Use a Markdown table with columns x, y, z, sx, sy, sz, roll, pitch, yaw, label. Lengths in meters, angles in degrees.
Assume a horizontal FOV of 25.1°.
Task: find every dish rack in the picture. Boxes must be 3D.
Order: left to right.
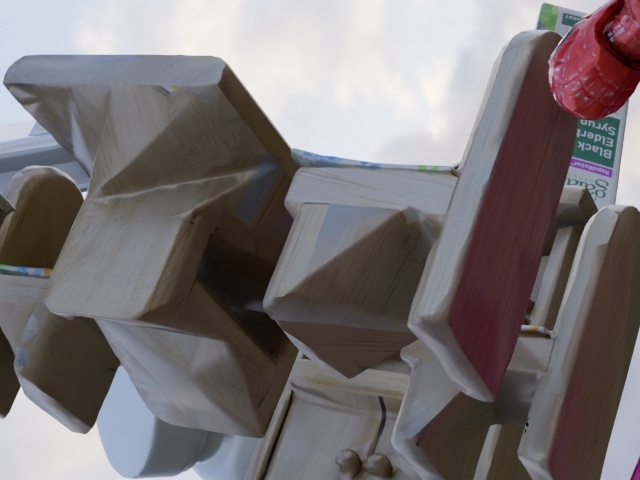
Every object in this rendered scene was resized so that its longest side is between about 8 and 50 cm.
| x | y | z | sx | sy | sz | roll | pitch | yaw | label |
| --- | --- | --- | --- | --- | --- | --- | --- | --- | --- |
| -0.290 | -0.086 | 1.373 | 0.285 | 0.333 | 0.072 | -42 | -58 | -69 | dish rack |

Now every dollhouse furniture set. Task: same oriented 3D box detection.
| x | y | z | sx | sy | sz | roll | pitch | yaw | label |
| --- | --- | --- | --- | --- | --- | --- | --- | --- | --- |
| 0.000 | 0.000 | 0.772 | 0.394 | 0.362 | 0.256 | 52 | -130 | -49 | dollhouse furniture set |

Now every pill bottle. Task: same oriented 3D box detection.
| x | y | z | sx | sy | sz | roll | pitch | yaw | label |
| --- | --- | --- | --- | --- | --- | --- | --- | --- | --- |
| -0.012 | 0.106 | 1.103 | 0.302 | 0.169 | 0.169 | -2 | -71 | -29 | pill bottle |

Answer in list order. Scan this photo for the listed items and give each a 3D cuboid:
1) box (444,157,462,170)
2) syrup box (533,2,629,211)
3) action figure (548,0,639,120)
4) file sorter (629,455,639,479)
| x | y | z | sx | sy | sz | roll | pitch | yaw | label |
| --- | --- | --- | --- | --- | --- | --- | --- | --- | --- |
| 0.233 | -0.017 | 1.801 | 0.153 | 0.108 | 0.207 | -25 | -87 | -28 | box |
| 0.212 | -0.089 | 1.257 | 0.096 | 0.093 | 0.236 | 101 | -175 | -51 | syrup box |
| 0.150 | -0.161 | 0.425 | 0.091 | 0.139 | 0.280 | 30 | -73 | -18 | action figure |
| 0.253 | 0.045 | 0.480 | 0.202 | 0.182 | 0.290 | -91 | 16 | -67 | file sorter |
